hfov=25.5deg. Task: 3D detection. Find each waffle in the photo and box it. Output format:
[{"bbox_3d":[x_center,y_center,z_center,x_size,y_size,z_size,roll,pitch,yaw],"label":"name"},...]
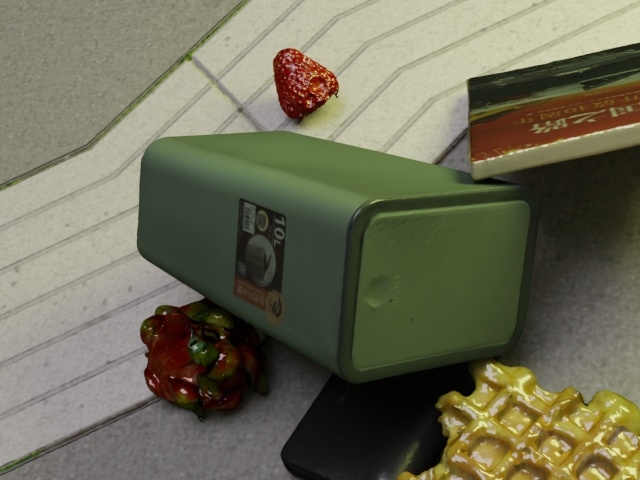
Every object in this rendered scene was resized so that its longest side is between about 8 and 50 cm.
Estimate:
[{"bbox_3d":[0.165,0.242,1.202,0.281,0.058,0.301,13,56,14],"label":"waffle"}]

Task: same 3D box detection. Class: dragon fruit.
[{"bbox_3d":[-0.110,0.105,1.401,0.142,0.175,0.138,24,70,-2],"label":"dragon fruit"}]

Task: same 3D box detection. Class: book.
[{"bbox_3d":[0.273,-0.141,1.376,0.262,0.028,0.374,-11,15,9],"label":"book"}]

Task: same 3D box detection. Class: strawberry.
[{"bbox_3d":[-0.024,-0.179,1.603,0.073,0.083,0.073,-42,10,9],"label":"strawberry"}]

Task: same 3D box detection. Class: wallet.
[{"bbox_3d":[0.070,0.146,1.340,0.149,0.044,0.250,19,61,35],"label":"wallet"}]

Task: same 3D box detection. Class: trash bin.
[{"bbox_3d":[0.000,0.000,1.324,0.223,0.158,0.343,-7,17,-39],"label":"trash bin"}]
